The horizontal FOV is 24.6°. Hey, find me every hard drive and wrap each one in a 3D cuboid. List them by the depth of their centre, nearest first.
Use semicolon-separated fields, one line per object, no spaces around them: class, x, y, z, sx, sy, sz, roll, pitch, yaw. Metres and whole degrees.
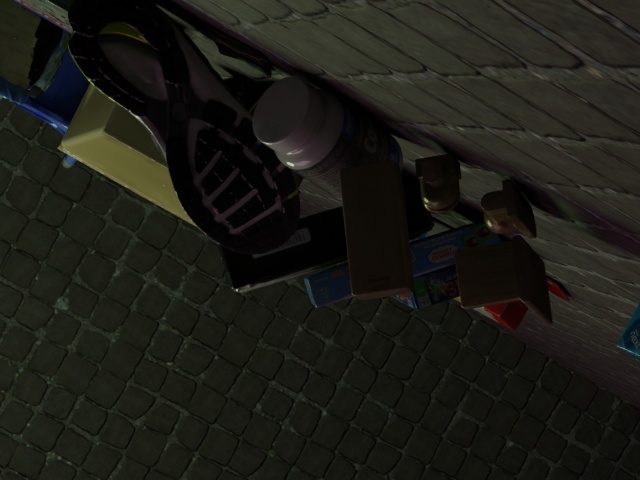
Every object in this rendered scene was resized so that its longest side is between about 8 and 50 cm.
hard drive;0.000;0.000;1.753;0.339;0.237;0.064;173;80;-86

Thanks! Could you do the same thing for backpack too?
backpack;-0.396;-0.263;1.991;0.105;0.114;0.084;31;179;8

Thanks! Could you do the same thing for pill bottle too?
pill bottle;0.006;-0.089;1.324;0.078;0.078;0.137;27;177;45

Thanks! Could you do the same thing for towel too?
towel;-0.074;-0.171;1.347;0.060;0.009;0.083;28;178;6

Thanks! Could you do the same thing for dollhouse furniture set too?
dollhouse furniture set;0.113;0.006;1.302;0.151;0.144;0.123;-10;165;16

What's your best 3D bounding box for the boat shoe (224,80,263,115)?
boat shoe;-0.100;-0.111;1.588;0.119;0.121;0.335;25;180;-5

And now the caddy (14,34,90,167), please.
caddy;-0.345;-0.189;2.243;0.241;0.179;0.341;30;178;-11

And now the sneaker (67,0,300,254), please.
sneaker;-0.117;-0.120;1.376;0.300;0.111;0.121;56;-171;-15

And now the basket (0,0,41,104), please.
basket;-0.468;-0.212;1.773;0.255;0.289;0.201;29;178;44

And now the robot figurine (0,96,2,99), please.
robot figurine;-0.572;-0.301;2.231;0.300;0.200;0.353;-12;-161;-27

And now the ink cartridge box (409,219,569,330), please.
ink cartridge box;0.207;0.048;1.958;0.231;0.078;0.134;28;178;20

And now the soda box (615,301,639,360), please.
soda box;0.397;0.127;1.475;0.210;0.067;0.071;30;177;-33

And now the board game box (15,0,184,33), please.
board game box;-0.295;-0.267;1.499;0.317;0.046;0.213;29;177;-10

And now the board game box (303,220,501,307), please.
board game box;0.088;0.026;1.654;0.160;0.211;0.039;153;100;-88

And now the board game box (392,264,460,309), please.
board game box;0.155;0.038;1.783;0.201;0.136;0.035;-154;46;-82

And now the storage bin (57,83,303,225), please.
storage bin;-0.174;-0.119;1.875;0.260;0.123;0.262;29;168;-20
